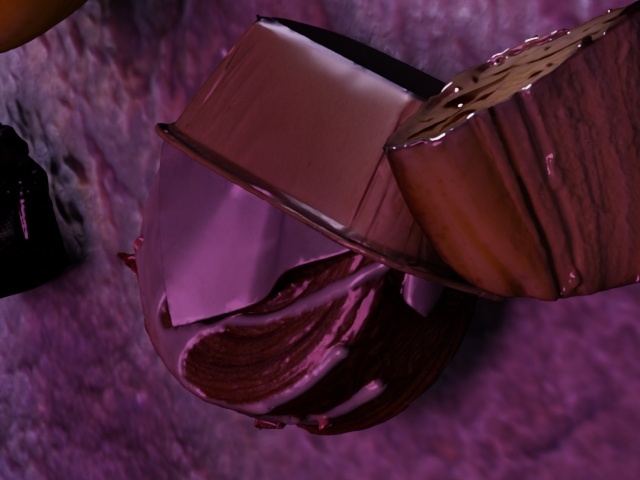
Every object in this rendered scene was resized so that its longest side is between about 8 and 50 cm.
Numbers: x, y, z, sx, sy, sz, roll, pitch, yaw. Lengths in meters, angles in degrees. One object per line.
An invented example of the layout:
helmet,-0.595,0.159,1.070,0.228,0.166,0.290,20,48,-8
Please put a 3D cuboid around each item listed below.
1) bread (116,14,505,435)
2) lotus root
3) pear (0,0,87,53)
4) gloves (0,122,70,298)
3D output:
bread,0.000,0.000,1.038,0.224,0.142,0.212,31,102,43
lotus root,0.108,-0.038,0.913,0.095,0.159,0.135,-157,49,-73
pear,-0.245,-0.268,1.173,0.336,0.285,0.285,52,130,34
gloves,-0.268,-0.056,1.333,0.164,0.124,0.203,-23,79,35
